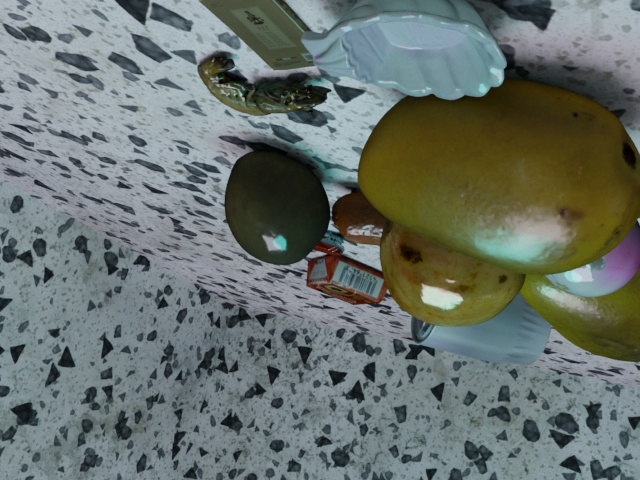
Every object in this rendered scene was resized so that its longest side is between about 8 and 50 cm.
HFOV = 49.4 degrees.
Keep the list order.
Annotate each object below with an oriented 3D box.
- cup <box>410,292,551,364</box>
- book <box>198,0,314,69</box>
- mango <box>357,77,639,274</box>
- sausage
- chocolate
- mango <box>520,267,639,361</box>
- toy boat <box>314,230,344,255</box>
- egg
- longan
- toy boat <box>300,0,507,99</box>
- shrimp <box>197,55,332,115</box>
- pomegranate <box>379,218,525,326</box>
[{"bbox_3d":[0.461,0.224,2.046,0.371,0.253,0.253,18,165,-10],"label":"cup"},{"bbox_3d":[-0.083,-0.338,1.117,0.138,0.016,0.198,5,161,37],"label":"book"},{"bbox_3d":[0.268,-0.103,1.094,0.445,0.232,0.300,11,125,27],"label":"mango"},{"bbox_3d":[0.152,-0.049,1.659,0.258,0.133,0.133,11,163,12],"label":"sausage"},{"bbox_3d":[0.090,0.142,2.421,0.237,0.108,0.235,22,165,-22],"label":"chocolate"},{"bbox_3d":[0.630,0.128,1.586,0.445,0.221,0.301,24,154,-15],"label":"mango"},{"bbox_3d":[0.000,0.000,2.118,0.173,0.059,0.069,14,165,35],"label":"toy boat"},{"bbox_3d":[0.483,-0.005,1.288,0.196,0.196,0.271,20,-161,-9],"label":"egg"},{"bbox_3d":[-0.104,-0.081,1.638,0.243,0.300,0.300,-23,166,-8],"label":"longan"},{"bbox_3d":[0.119,-0.278,0.959,0.290,0.100,0.199,7,161,30],"label":"toy boat"},{"bbox_3d":[-0.113,-0.285,1.273,0.296,0.058,0.169,6,159,46],"label":"shrimp"},{"bbox_3d":[0.294,0.017,1.420,0.342,0.343,0.342,16,164,5],"label":"pomegranate"}]
